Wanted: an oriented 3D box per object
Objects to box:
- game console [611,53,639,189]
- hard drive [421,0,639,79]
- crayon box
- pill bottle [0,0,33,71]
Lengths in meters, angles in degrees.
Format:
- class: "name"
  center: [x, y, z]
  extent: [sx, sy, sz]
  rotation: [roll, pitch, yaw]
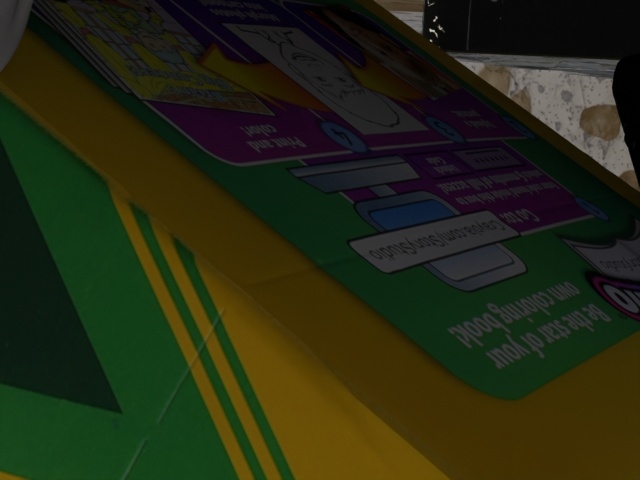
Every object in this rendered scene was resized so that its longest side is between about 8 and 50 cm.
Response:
- class: "game console"
  center: [0.289, -0.089, 0.580]
  extent: [0.293, 0.173, 0.250]
  rotation: [5, -154, 3]
- class: "hard drive"
  center: [0.267, -0.136, 0.911]
  extent: [0.339, 0.064, 0.237]
  rotation: [11, -171, 44]
- class: "crayon box"
  center: [0.000, 0.000, 0.519]
  extent: [0.313, 0.106, 0.363]
  rotation: [40, -158, 19]
- class: "pill bottle"
  center: [-0.160, -0.088, 0.331]
  extent: [0.169, 0.094, 0.094]
  rotation: [5, -174, 6]
